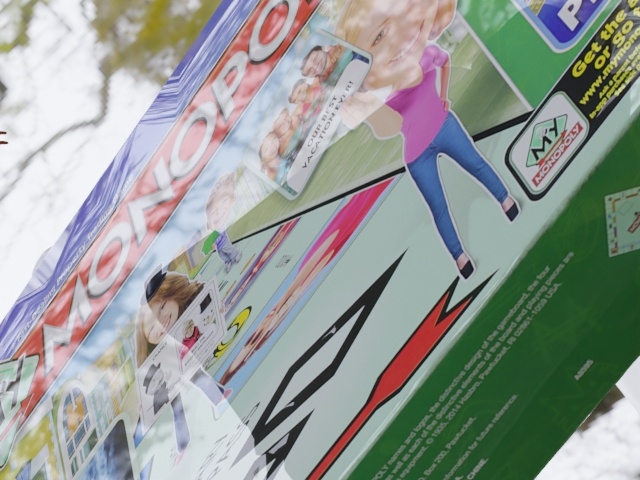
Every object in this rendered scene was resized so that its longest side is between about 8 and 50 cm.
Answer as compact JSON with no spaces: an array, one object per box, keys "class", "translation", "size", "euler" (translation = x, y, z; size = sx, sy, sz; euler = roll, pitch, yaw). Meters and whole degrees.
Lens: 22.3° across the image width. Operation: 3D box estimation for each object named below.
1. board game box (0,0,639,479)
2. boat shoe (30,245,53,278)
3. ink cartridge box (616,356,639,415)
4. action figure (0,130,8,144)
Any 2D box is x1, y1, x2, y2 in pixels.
[{"class":"board game box","translation":[0.000,0.000,0.437],"size":[0.046,0.317,0.213],"euler":[26,-159,-29]},{"class":"boat shoe","translation":[-0.059,0.071,0.876],"size":[0.102,0.301,0.108],"euler":[-1,-77,-31]},{"class":"ink cartridge box","translation":[0.182,0.025,0.535],"size":[0.086,0.148,0.203],"euler":[30,165,51]},{"class":"action figure","translation":[-0.304,-0.116,1.155],"size":[0.139,0.280,0.091],"euler":[-27,-105,-22]}]
